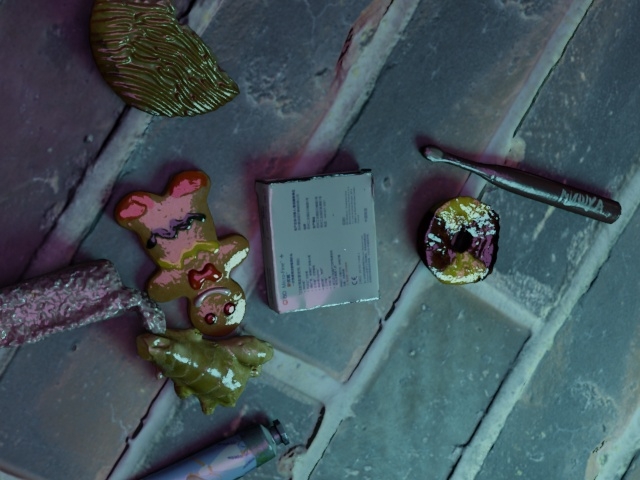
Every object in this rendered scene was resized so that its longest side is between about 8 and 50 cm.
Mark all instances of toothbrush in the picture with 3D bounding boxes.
[{"bbox_3d":[0.319,-0.089,1.682,0.364,0.041,0.041,15,93,-20],"label":"toothbrush"}]

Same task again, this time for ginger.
[{"bbox_3d":[-0.173,0.182,1.536,0.205,0.081,0.115,11,127,-21],"label":"ginger"}]

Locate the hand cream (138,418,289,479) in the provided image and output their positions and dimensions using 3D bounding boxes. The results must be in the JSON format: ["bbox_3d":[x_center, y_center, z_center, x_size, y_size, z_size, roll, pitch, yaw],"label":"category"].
[{"bbox_3d":[-0.166,0.343,1.581,0.256,0.055,0.088,-27,101,-6],"label":"hand cream"}]

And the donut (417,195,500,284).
[{"bbox_3d":[0.212,0.000,1.647,0.140,0.059,0.140,-3,100,-18],"label":"donut"}]

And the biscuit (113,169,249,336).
[{"bbox_3d":[-0.180,0.027,1.532,0.165,0.036,0.250,-26,106,-12],"label":"biscuit"}]

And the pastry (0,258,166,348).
[{"bbox_3d":[-0.347,0.088,1.447,0.265,0.103,0.112,-7,94,-15],"label":"pastry"}]

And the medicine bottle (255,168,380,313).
[{"bbox_3d":[0.000,0.000,1.580,0.171,0.052,0.201,-9,101,-18],"label":"medicine bottle"}]

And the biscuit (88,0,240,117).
[{"bbox_3d":[-0.207,-0.250,1.452,0.228,0.031,0.176,11,118,-23],"label":"biscuit"}]
